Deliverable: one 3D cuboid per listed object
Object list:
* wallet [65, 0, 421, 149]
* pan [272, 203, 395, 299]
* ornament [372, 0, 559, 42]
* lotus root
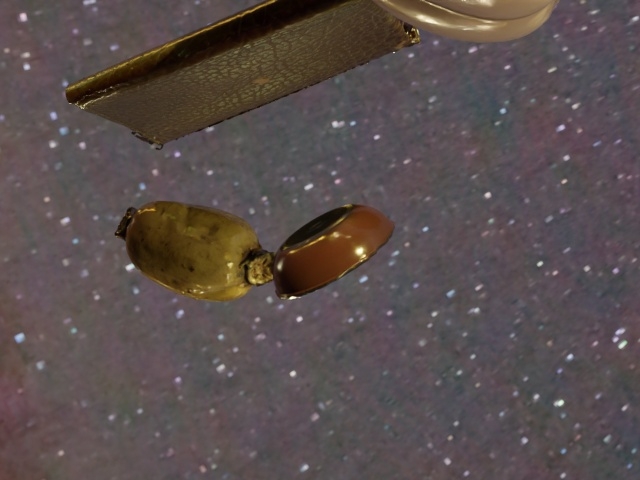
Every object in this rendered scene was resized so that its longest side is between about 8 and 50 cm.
[{"bbox_3d":[-0.057,-0.137,0.822,0.243,0.133,0.039,-20,-105,20],"label":"wallet"},{"bbox_3d":[0.000,-0.001,0.558,0.023,0.068,0.115,58,-4,-10],"label":"pan"},{"bbox_3d":[0.094,-0.193,0.578,0.177,0.177,0.177,19,-59,35],"label":"ornament"},{"bbox_3d":[-0.093,0.010,0.839,0.152,0.063,0.072,13,-87,17],"label":"lotus root"}]
